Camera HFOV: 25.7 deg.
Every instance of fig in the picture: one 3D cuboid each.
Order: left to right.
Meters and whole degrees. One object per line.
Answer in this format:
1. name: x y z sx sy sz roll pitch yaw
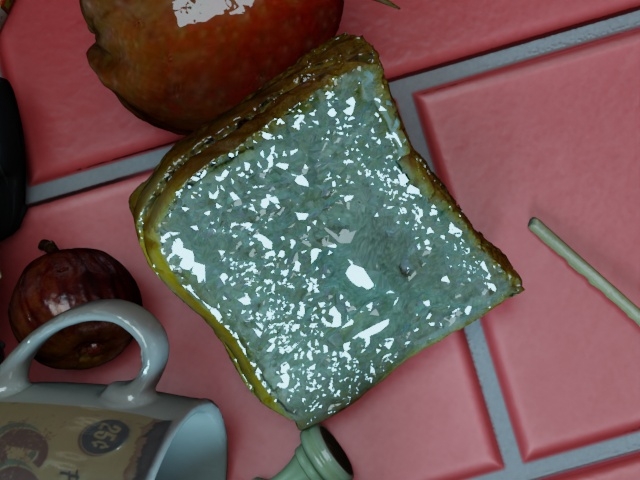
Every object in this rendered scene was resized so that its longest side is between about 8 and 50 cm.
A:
1. fig: -0.230 0.056 1.350 0.128 0.128 0.150 7 41 6

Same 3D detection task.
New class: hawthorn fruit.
1. hawthorn fruit: -0.104 -0.227 1.319 0.262 0.258 0.258 -36 78 19

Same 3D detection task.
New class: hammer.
1. hammer: 0.271 0.043 1.336 0.195 0.060 0.028 42 86 14

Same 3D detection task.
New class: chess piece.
1. chess piece: -0.027 0.225 1.326 0.103 0.067 0.067 -35 79 7

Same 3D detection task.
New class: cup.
1. cup: -0.234 0.190 1.255 0.257 0.227 0.301 11 105 12

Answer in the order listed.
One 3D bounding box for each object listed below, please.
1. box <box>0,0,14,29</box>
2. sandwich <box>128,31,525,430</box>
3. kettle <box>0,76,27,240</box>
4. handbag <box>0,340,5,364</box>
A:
1. box: -0.421 -0.305 1.464 0.235 0.034 0.132 22 82 8
2. sandwich: 0.000 0.000 1.267 0.271 0.099 0.301 -37 118 -2
3. kettle: -0.409 -0.081 1.378 0.232 0.144 0.202 -3 99 2
4. handbag: -0.445 0.138 1.370 0.203 0.074 0.216 35 85 10
